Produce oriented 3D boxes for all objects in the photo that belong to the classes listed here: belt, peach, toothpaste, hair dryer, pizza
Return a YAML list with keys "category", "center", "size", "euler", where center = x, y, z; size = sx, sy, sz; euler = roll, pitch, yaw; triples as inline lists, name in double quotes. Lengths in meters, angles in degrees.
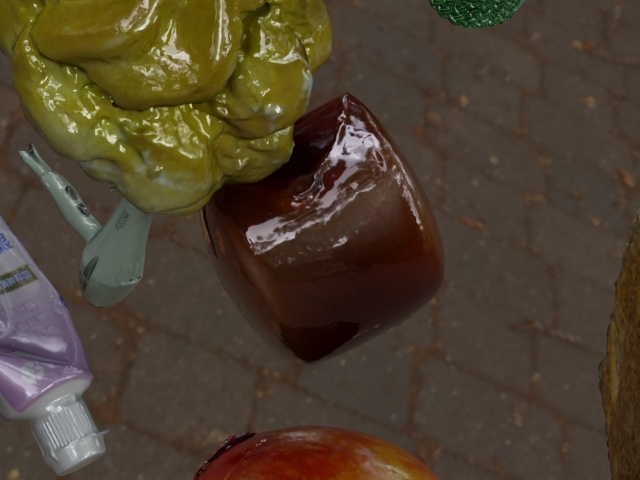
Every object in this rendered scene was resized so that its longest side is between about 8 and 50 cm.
- category: "belt"
  center: [0.200, -0.322, 1.690]
  size: [0.151, 0.079, 0.121]
  euler: [-35, 69, -28]
- category: "peach"
  center: [-0.007, 0.387, 1.610]
  size: [0.370, 0.370, 0.370]
  euler: [23, 37, -18]
- category: "toothpaste"
  center: [-0.190, -0.015, 0.719]
  size: [0.301, 0.048, 0.075]
  euler: [61, 11, 13]
- category: "hair dryer"
  center: [-0.305, -0.056, 1.841]
  size: [0.092, 0.229, 0.267]
  euler: [-26, 85, -40]
- category: "pizza"
  center: [0.302, 0.174, 1.219]
  size: [0.080, 0.392, 0.435]
  euler: [3, 77, 6]

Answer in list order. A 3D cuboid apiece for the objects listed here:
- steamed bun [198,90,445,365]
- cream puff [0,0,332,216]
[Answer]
- category: "steamed bun"
  center: [0.000, 0.000, 1.493]
  size: [0.248, 0.235, 0.379]
  euler: [59, -6, -3]
- category: "cream puff"
  center: [-0.109, -0.192, 1.190]
  size: [0.324, 0.257, 0.291]
  euler: [37, 42, -37]
